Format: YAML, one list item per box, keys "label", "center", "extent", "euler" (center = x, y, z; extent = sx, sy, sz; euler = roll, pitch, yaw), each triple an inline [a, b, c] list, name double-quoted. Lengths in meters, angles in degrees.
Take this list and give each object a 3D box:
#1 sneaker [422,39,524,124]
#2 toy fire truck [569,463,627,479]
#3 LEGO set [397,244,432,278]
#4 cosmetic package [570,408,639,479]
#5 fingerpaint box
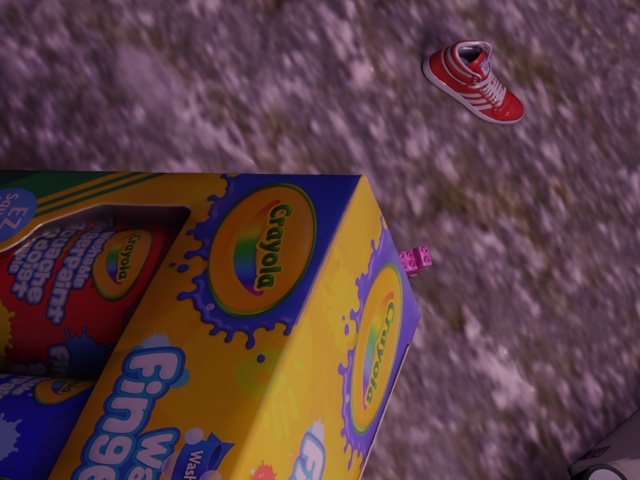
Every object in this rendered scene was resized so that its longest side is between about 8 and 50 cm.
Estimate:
- label: "sneaker"
  center: [0.165, -0.157, 1.541]
  extent: [0.118, 0.067, 0.042]
  euler: [27, 65, -19]
- label: "toy fire truck"
  center: [0.260, 0.361, 1.401]
  extent: [0.246, 0.158, 0.217]
  euler: [40, 52, -2]
- label: "LEGO set"
  center: [0.000, 0.000, 1.390]
  extent: [0.227, 0.093, 0.087]
  euler: [-10, 80, -30]
- label: "cosmetic package"
  center: [0.371, 0.247, 1.485]
  extent: [0.151, 0.151, 0.183]
  euler: [-31, 93, -32]
- label: "fingerpaint box"
  center: [-0.180, 0.158, 1.033]
  extent: [0.445, 0.371, 0.163]
  euler: [-66, 147, -36]
